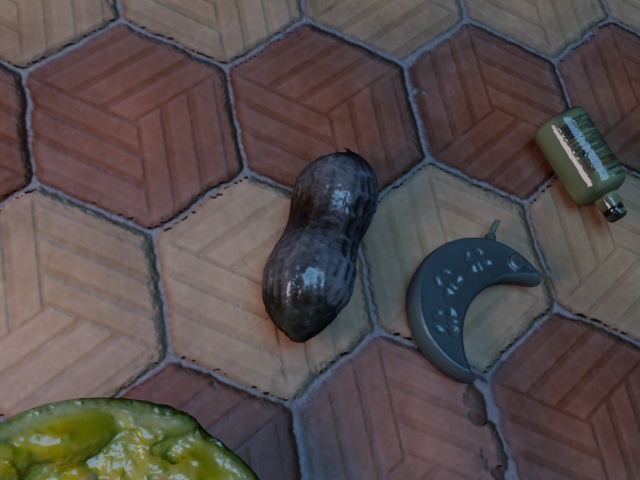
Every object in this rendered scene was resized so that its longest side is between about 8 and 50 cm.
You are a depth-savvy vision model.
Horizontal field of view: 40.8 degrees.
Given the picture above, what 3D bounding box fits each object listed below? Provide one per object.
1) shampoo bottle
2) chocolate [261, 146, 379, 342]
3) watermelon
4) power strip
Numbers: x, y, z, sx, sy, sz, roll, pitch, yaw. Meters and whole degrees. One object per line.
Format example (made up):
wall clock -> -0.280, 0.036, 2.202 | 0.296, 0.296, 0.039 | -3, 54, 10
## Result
shampoo bottle -> 0.362, -0.097, 1.166 | 0.079, 0.079, 0.162 | -24, 77, -24
chocolate -> 0.000, 0.000, 1.000 | 0.110, 0.110, 0.248 | 20, 59, -8
watermelon -> -0.200, 0.310, 0.764 | 0.330, 0.189, 0.331 | 14, 64, -30
power strip -> 0.185, 0.061, 1.064 | 0.137, 0.044, 0.216 | 38, 63, 2
